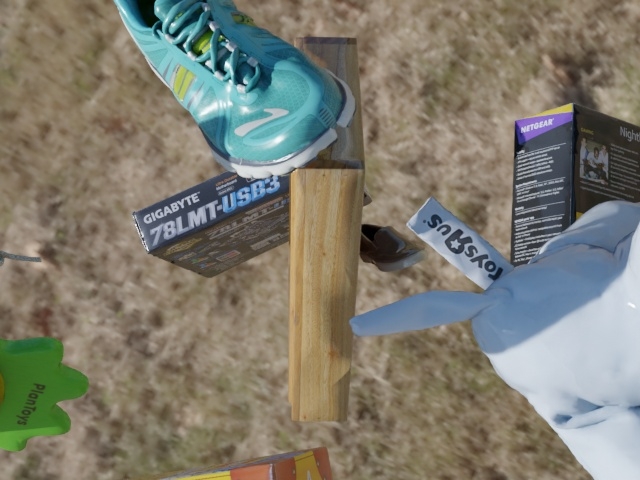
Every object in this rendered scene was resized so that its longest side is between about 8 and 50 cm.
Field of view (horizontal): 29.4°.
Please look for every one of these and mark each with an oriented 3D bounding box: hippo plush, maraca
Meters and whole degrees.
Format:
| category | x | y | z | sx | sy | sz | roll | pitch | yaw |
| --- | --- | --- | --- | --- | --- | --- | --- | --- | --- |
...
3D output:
| category | x | y | z | sx | sy | sz | roll | pitch | yaw |
| --- | --- | --- | --- | --- | --- | --- | --- | --- | --- |
| hippo plush | 0.230 | 0.019 | 0.744 | 0.236 | 0.294 | 0.234 | -44 | 9 | 47 |
| maraca | -0.229 | 0.078 | 0.701 | 0.127 | 0.185 | 0.099 | 122 | 154 | -42 |

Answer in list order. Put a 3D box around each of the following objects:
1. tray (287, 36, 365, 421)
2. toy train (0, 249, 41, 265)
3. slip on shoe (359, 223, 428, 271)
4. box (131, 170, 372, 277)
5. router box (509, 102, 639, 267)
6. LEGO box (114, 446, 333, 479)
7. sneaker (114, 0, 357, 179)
| category | x | y | z | sx | sy | sz | roll | pitch | yaw |
| --- | --- | --- | --- | --- | --- | --- | --- | --- | --- |
| tray | 0.000 | 0.000 | 1.356 | 0.076 | 0.411 | 0.203 | 0 | 47 | -1 |
| toy train | -0.339 | 0.055 | 0.925 | 0.105 | 0.248 | 0.144 | -14 | 65 | 57 |
| slip on shoe | 0.078 | 0.005 | 1.395 | 0.051 | 0.041 | 0.135 | -22 | 13 | -15 |
| box | -0.088 | -0.047 | 1.769 | 0.295 | 0.293 | 0.073 | -25 | 77 | 8 |
| router box | 0.323 | 0.021 | 1.213 | 0.081 | 0.308 | 0.243 | -13 | 68 | 52 |
| LEGO box | -0.148 | 0.544 | 1.553 | 0.372 | 0.193 | 0.501 | -12 | 84 | 20 |
| sneaker | -0.081 | -0.137 | 0.917 | 0.107 | 0.110 | 0.275 | -46 | 48 | -5 |
